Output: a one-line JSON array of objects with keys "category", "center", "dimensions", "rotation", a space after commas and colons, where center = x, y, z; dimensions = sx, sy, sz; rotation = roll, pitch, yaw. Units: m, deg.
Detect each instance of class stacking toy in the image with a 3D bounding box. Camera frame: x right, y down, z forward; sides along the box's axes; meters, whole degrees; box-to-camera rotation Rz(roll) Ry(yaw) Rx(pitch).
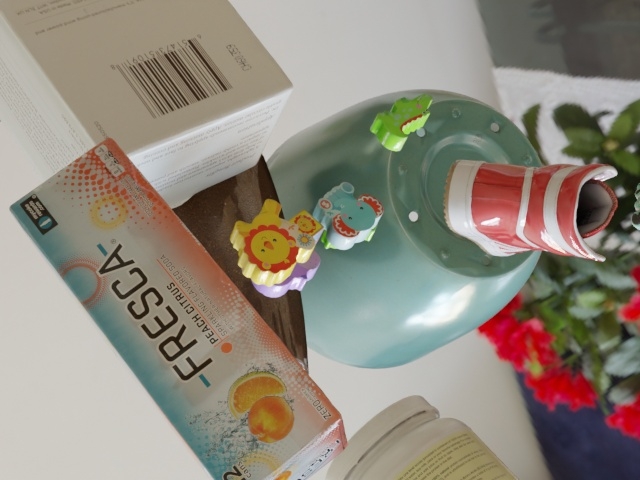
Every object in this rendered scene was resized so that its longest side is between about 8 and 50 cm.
[{"category": "stacking toy", "center": [0.000, 0.000, 0.844], "dimensions": [0.052, 0.221, 0.167], "rotation": [41, 144, 11]}]

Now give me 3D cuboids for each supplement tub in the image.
[{"category": "supplement tub", "center": [0.183, 0.405, 1.602], "dimensions": [0.325, 0.235, 0.235], "rotation": [46, 156, 27]}]

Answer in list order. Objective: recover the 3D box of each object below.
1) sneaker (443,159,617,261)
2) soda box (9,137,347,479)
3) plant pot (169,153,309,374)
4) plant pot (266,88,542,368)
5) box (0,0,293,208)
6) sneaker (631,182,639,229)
[{"category": "sneaker", "center": [0.104, -0.012, 0.499], "dimensions": [0.067, 0.118, 0.042], "rotation": [6, 90, 25]}, {"category": "soda box", "center": [-0.067, 0.041, 0.526], "dimensions": [0.183, 0.063, 0.058], "rotation": [49, 168, 21]}, {"category": "plant pot", "center": [-0.105, 0.046, 0.992], "dimensions": [0.215, 0.215, 0.230], "rotation": [89, 156, -53]}, {"category": "plant pot", "center": [0.100, -0.025, 1.174], "dimensions": [0.293, 0.293, 0.235], "rotation": [63, 152, 1]}, {"category": "box", "center": [-0.153, -0.126, 0.899], "dimensions": [0.182, 0.181, 0.119], "rotation": [53, 146, 15]}, {"category": "sneaker", "center": [0.502, -0.047, 1.677], "dimensions": [0.069, 0.098, 0.038], "rotation": [34, 157, -28]}]
